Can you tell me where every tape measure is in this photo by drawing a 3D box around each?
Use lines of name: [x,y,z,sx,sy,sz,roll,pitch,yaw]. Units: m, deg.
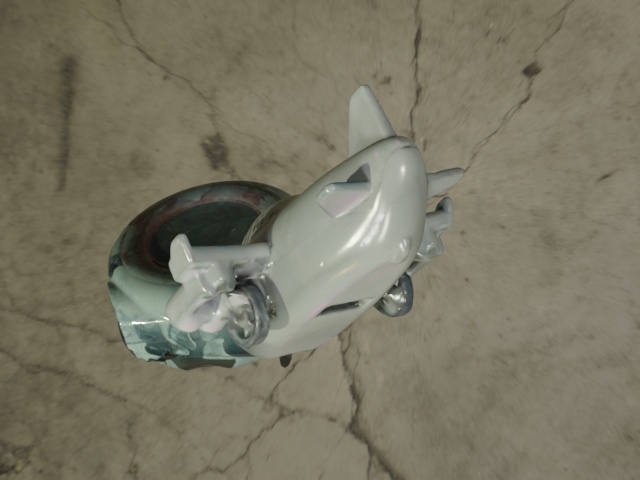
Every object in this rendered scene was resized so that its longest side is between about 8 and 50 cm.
tape measure: [-0.126,0.049,1.457,0.256,0.275,0.147,-2,125,15]

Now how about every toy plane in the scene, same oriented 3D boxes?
toy plane: [0.002,0.005,0.943,0.267,0.267,0.123,-28,67,4]
